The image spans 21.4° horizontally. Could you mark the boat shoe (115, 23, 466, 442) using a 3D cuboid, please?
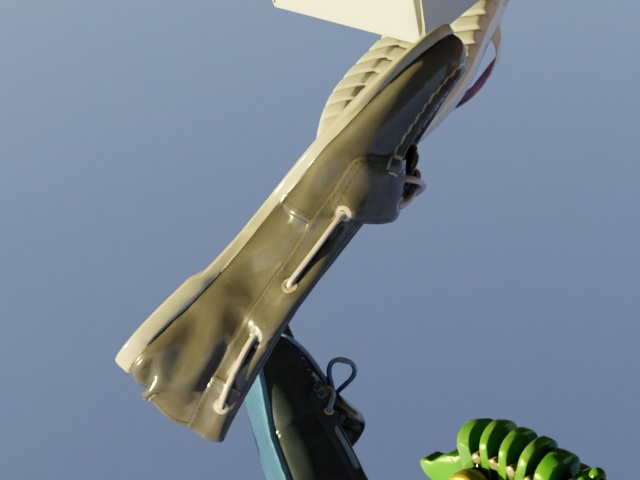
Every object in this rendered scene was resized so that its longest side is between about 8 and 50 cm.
[{"bbox_3d":[0.000,0.000,1.161,0.095,0.335,0.112,44,-166,3],"label":"boat shoe"}]

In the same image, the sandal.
[{"bbox_3d":[0.147,-0.215,2.073,0.169,0.102,0.416,9,-127,40],"label":"sandal"}]

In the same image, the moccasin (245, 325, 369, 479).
[{"bbox_3d":[-0.005,0.219,1.850,0.116,0.138,0.342,-11,-117,-13],"label":"moccasin"}]

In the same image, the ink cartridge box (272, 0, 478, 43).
[{"bbox_3d":[0.076,-0.250,1.292,0.154,0.093,0.212,19,-134,36],"label":"ink cartridge box"}]

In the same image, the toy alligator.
[{"bbox_3d":[0.127,0.131,0.886,0.056,0.051,0.189,-23,-149,-39],"label":"toy alligator"}]
